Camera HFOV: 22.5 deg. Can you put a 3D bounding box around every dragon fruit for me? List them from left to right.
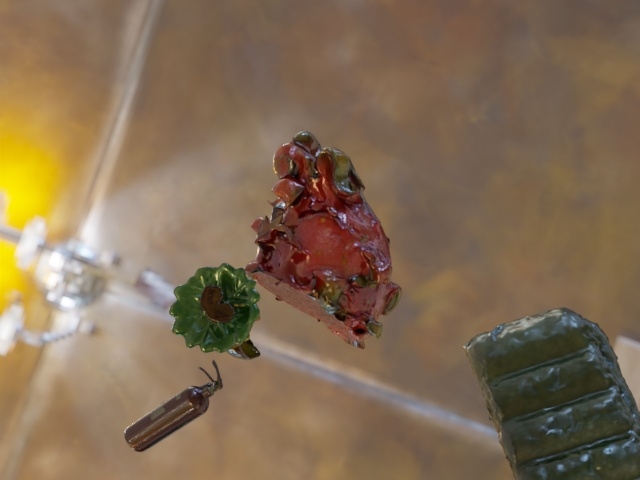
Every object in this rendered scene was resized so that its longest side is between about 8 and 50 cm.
[{"bbox_3d":[0.000,0.000,1.459,0.133,0.150,0.207,150,110,-66],"label":"dragon fruit"}]

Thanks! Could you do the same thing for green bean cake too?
[{"bbox_3d":[0.170,0.158,1.069,0.185,0.094,0.183,74,177,-56],"label":"green bean cake"}]

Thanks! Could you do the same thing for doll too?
[{"bbox_3d":[-0.094,0.073,1.371,0.077,0.078,0.113,-33,-13,-20],"label":"doll"}]

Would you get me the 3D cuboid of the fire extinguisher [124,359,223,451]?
[{"bbox_3d":[-0.106,0.129,1.260,0.100,0.032,0.046,-34,-15,21],"label":"fire extinguisher"}]
